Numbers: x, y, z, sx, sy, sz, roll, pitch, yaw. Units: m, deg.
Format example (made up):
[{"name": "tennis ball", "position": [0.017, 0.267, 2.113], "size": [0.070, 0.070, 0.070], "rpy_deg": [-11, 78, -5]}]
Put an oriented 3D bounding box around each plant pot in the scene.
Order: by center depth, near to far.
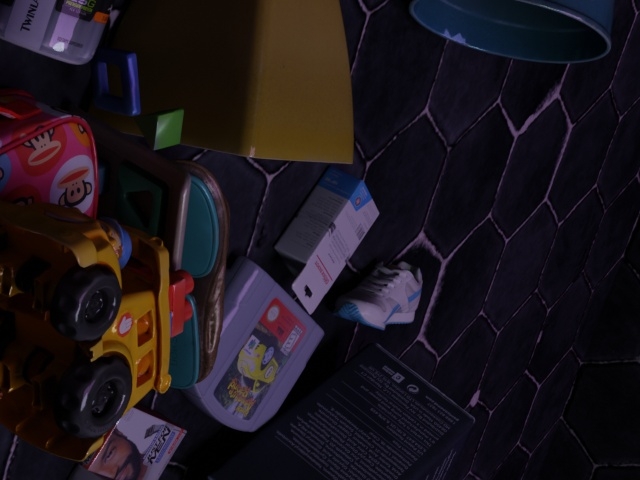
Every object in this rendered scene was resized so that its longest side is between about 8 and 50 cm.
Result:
[{"name": "plant pot", "position": [-0.088, -0.191, 1.423], "size": [0.212, 0.212, 0.187], "rpy_deg": [-1, 102, -60]}, {"name": "plant pot", "position": [0.277, -0.401, 1.821], "size": [0.272, 0.272, 0.255], "rpy_deg": [25, 76, -63]}]

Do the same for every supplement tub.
[{"name": "supplement tub", "position": [-0.224, -0.261, 1.199], "size": [0.117, 0.117, 0.190], "rpy_deg": [4, 110, -61]}]

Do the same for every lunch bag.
[{"name": "lunch bag", "position": [-0.332, -0.012, 1.231], "size": [0.293, 0.120, 0.258], "rpy_deg": [-32, 139, -44]}]

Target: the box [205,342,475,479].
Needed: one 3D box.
[{"name": "box", "position": [0.006, 0.394, 2.033], "size": [0.395, 0.212, 0.293], "rpy_deg": [-35, 153, -43]}]

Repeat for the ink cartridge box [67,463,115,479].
[{"name": "ink cartridge box", "position": [-0.223, 0.372, 1.724], "size": [0.093, 0.154, 0.212], "rpy_deg": [-61, 153, -5]}]

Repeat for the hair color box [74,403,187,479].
[{"name": "hair color box", "position": [-0.241, 0.249, 1.695], "size": [0.093, 0.053, 0.167], "rpy_deg": [-59, 152, -5]}]

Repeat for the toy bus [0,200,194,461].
[{"name": "toy bus", "position": [-0.199, 0.053, 1.229], "size": [0.211, 0.149, 0.220], "rpy_deg": [-30, 133, -45]}]

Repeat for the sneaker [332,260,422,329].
[{"name": "sneaker", "position": [0.088, 0.082, 2.098], "size": [0.229, 0.087, 0.092], "rpy_deg": [-9, 115, -66]}]

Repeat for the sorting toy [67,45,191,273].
[{"name": "sorting toy", "position": [-0.209, -0.019, 1.361], "size": [0.047, 0.196, 0.347], "rpy_deg": [-21, 132, -42]}]

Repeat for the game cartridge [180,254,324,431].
[{"name": "game cartridge", "position": [-0.100, 0.155, 1.861], "size": [0.196, 0.060, 0.294], "rpy_deg": [-55, 152, -7]}]

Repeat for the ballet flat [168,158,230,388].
[{"name": "ballet flat", "position": [-0.150, 0.020, 1.606], "size": [0.124, 0.116, 0.342], "rpy_deg": [-62, 160, -49]}]

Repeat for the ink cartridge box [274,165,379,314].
[{"name": "ink cartridge box", "position": [0.000, 0.000, 1.884], "size": [0.180, 0.060, 0.104], "rpy_deg": [-56, 153, -15]}]
